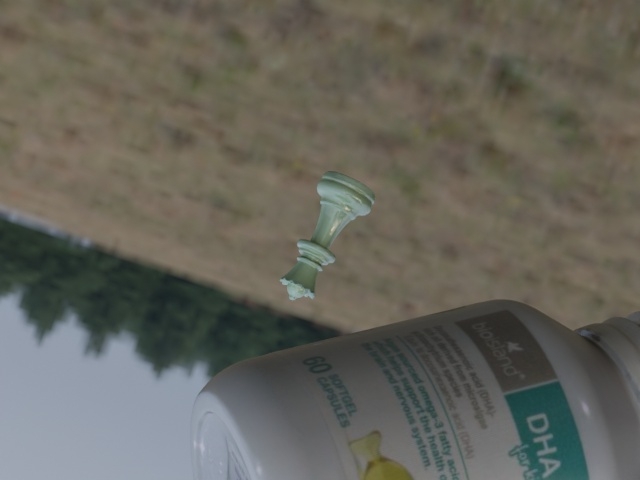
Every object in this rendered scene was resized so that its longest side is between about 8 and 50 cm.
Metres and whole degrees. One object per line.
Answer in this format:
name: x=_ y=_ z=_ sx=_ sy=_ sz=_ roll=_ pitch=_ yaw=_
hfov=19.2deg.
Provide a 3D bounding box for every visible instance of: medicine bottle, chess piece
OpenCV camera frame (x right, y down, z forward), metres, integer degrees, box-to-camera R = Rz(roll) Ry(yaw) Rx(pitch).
medicine bottle: x=0.064 y=0.096 z=0.805 sx=0.215 sy=0.135 sz=0.135 roll=-13 pitch=-172 yaw=-18
chess piece: x=0.000 y=0.000 z=1.316 sx=0.042 sy=0.093 sz=0.042 roll=27 pitch=168 yaw=6
